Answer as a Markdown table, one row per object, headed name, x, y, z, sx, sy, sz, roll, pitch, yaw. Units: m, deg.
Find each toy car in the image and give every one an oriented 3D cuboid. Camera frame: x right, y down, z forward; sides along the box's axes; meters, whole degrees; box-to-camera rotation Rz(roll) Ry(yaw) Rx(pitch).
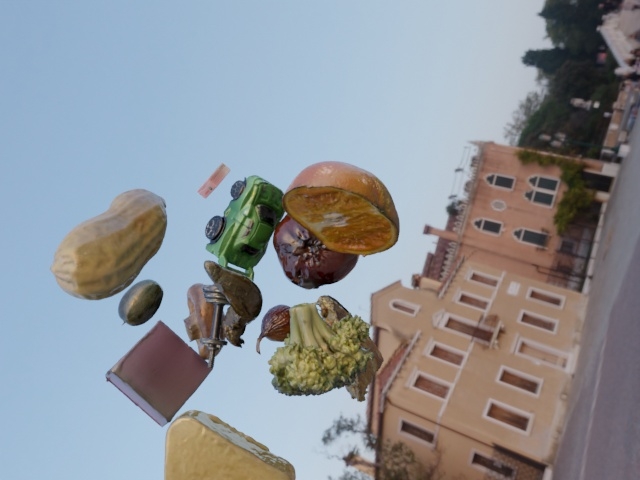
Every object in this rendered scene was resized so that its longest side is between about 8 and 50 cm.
| name | x | y | z | sx | sy | sz | roll | pitch | yaw |
| --- | --- | --- | --- | --- | --- | --- | --- | --- | --- |
| toy car | -0.247 | -0.035 | 1.802 | 0.213 | 0.176 | 0.359 | 30 | -87 | -45 |

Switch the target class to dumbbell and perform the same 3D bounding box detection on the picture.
| name | x | y | z | sx | sy | sz | roll | pitch | yaw |
| --- | --- | --- | --- | --- | --- | --- | --- | --- | --- |
| dumbbell | -0.291 | 0.227 | 1.468 | 0.110 | 0.110 | 0.255 | 30 | -115 | -65 |

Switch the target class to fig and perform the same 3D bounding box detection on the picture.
| name | x | y | z | sx | sy | sz | roll | pitch | yaw |
| --- | --- | --- | --- | --- | --- | --- | --- | --- | --- |
| fig | -0.172 | 0.312 | 1.819 | 0.201 | 0.146 | 0.134 | -27 | -92 | -37 |

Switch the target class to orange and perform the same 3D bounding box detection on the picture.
| name | x | y | z | sx | sy | sz | roll | pitch | yaw |
| --- | --- | --- | --- | --- | --- | --- | --- | --- | --- |
| orange | 0.065 | -0.072 | 1.353 | 0.310 | 0.274 | 0.274 | 59 | -138 | -13 |

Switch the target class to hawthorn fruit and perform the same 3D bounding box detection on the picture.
| name | x | y | z | sx | sy | sz | roll | pitch | yaw |
| --- | --- | --- | --- | --- | --- | --- | --- | --- | --- |
| hawthorn fruit | -0.010 | 0.007 | 1.745 | 0.325 | 0.308 | 0.309 | -171 | 98 | -81 |

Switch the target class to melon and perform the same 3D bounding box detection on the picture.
| name | x | y | z | sx | sy | sz | roll | pitch | yaw |
| --- | --- | --- | --- | --- | --- | --- | --- | --- | --- |
| melon | -0.564 | 0.198 | 1.636 | 0.167 | 0.114 | 0.114 | -54 | -30 | -22 |

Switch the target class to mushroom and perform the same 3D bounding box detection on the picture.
| name | x | y | z | sx | sy | sz | roll | pitch | yaw |
| --- | --- | --- | --- | --- | --- | --- | --- | --- | --- |
| mushroom | -0.420 | 0.296 | 1.895 | 0.146 | 0.278 | 0.278 | -13 | -56 | -22 |

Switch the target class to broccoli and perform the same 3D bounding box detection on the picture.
| name | x | y | z | sx | sy | sz | roll | pitch | yaw |
| --- | --- | --- | --- | --- | --- | --- | --- | --- | --- |
| broccoli | -0.029 | 0.335 | 1.637 | 0.347 | 0.293 | 0.281 | -13 | -87 | -34 |

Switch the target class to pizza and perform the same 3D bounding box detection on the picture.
| name | x | y | z | sx | sy | sz | roll | pitch | yaw |
| --- | --- | --- | --- | --- | --- | --- | --- | --- | --- |
| pizza | 0.110 | 0.459 | 2.076 | 0.440 | 0.130 | 0.406 | 49 | -156 | -28 |

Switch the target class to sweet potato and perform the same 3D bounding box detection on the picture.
| name | x | y | z | sx | sy | sz | roll | pitch | yaw |
| --- | --- | --- | --- | --- | --- | --- | --- | --- | --- |
| sweet potato | -0.214 | 0.163 | 1.376 | 0.124 | 0.098 | 0.310 | -16 | -46 | -12 |

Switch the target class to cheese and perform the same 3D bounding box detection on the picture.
| name | x | y | z | sx | sy | sz | roll | pitch | yaw |
| --- | --- | --- | --- | --- | --- | --- | --- | --- | --- |
| cheese | -0.294 | 0.625 | 1.413 | 0.104 | 0.383 | 0.384 | 58 | -130 | -86 |

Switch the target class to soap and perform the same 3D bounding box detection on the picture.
| name | x | y | z | sx | sy | sz | roll | pitch | yaw |
| --- | --- | --- | --- | --- | --- | --- | --- | --- | --- |
| soap | -0.601 | 0.496 | 1.971 | 0.107 | 0.296 | 0.285 | -44 | 3 | 43 |

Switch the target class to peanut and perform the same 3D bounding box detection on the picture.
| name | x | y | z | sx | sy | sz | roll | pitch | yaw |
| --- | --- | --- | --- | --- | --- | --- | --- | --- | --- |
| peanut | -0.369 | -0.005 | 0.957 | 0.306 | 0.146 | 0.147 | -65 | -21 | -54 |

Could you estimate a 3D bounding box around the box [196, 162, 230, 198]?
| name | x | y | z | sx | sy | sz | roll | pitch | yaw |
| --- | --- | --- | --- | --- | --- | --- | --- | --- | --- |
| box | -0.394 | -0.222 | 1.934 | 0.043 | 0.089 | 0.125 | 42 | -139 | -15 |
